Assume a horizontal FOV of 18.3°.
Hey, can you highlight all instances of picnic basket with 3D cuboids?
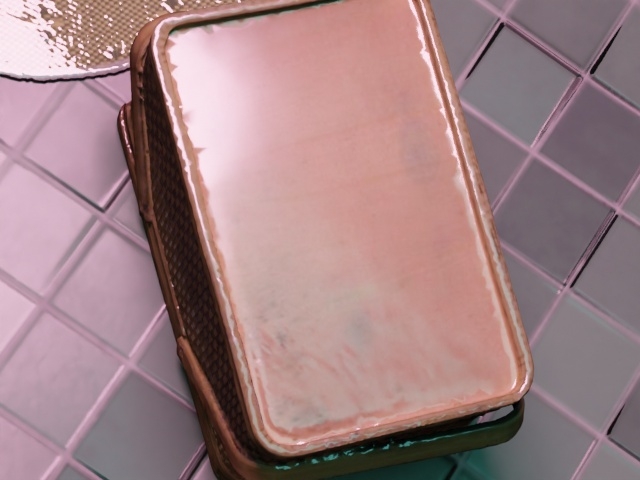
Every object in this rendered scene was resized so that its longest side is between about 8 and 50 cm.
[{"bbox_3d":[0.000,0.000,1.081,0.165,0.139,0.266,-13,79,-16],"label":"picnic basket"}]

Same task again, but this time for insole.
[{"bbox_3d":[-0.074,-0.160,1.178,0.322,0.007,0.109,-11,79,-15],"label":"insole"}]
